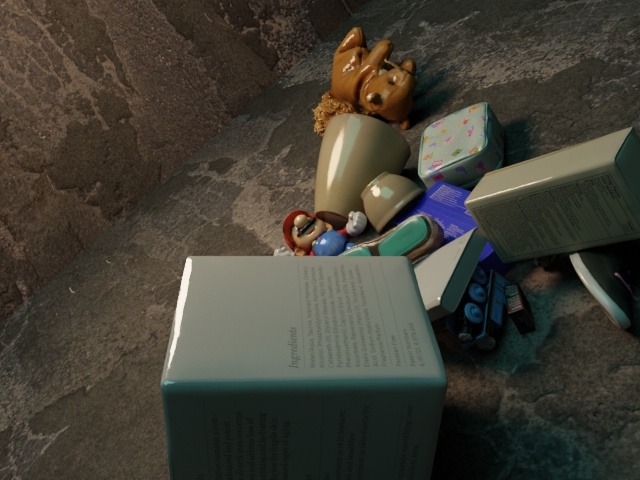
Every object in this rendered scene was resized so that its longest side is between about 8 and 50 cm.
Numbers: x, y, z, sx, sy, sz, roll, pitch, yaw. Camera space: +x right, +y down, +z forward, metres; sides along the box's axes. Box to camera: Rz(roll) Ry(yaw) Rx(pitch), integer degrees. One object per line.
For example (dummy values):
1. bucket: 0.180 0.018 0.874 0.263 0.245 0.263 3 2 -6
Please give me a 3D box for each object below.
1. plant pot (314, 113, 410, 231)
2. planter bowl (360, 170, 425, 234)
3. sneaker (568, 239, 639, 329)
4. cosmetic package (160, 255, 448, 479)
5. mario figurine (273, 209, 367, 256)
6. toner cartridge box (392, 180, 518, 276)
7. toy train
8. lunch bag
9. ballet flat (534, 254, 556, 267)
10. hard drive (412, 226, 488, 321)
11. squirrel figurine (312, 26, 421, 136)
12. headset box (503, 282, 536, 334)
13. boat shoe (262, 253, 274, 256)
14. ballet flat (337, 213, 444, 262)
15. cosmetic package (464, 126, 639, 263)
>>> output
1. plant pot: 0.087 -0.168 1.872 0.257 0.256 0.273 -1 59 47
2. planter bowl: 0.173 -0.107 1.712 0.162 0.109 0.162 -40 -11 -9
3. sneaker: 0.532 0.031 1.189 0.147 0.104 0.295 -31 24 21
4. cosmetic package: -0.033 0.242 1.103 0.394 0.329 0.327 1 32 -4
5. mario figurine: 0.000 0.000 1.717 0.198 0.170 0.321 -11 28 -36
6. toner cartridge box: 0.327 -0.028 1.539 0.165 0.075 0.348 -40 29 -9
7. toy train: 0.306 0.129 1.290 0.080 0.105 0.184 -43 20 44
8. lunch bag: 0.367 -0.239 1.778 0.224 0.108 0.279 -25 28 29
9. ballet flat: 0.467 0.013 1.371 0.041 0.041 0.114 -10 38 40
10. hard drive: 0.204 0.106 1.383 0.203 0.040 0.307 -57 10 -33
11. squirrel figurine: 0.163 -0.472 2.262 0.397 0.281 0.370 -45 37 13
12. headset box: 0.374 0.130 1.261 0.032 0.062 0.083 -25 29 21
13. boat shoe: -0.117 0.126 1.740 0.130 0.132 0.355 -32 30 9
14. ballet flat: 0.148 0.044 1.523 0.316 0.106 0.107 -28 66 33
15. cosmetic package: 0.436 -0.071 1.210 0.310 0.160 0.113 -16 26 50
